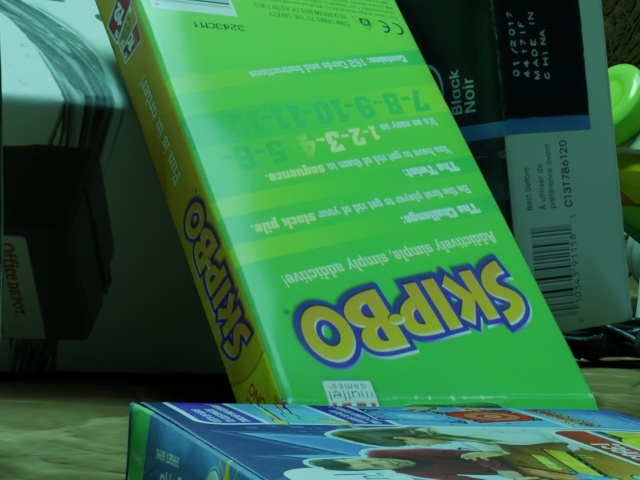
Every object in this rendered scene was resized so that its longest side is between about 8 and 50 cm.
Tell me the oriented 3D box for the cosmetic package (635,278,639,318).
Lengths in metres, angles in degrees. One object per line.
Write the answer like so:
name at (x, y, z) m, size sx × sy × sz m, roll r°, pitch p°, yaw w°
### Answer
cosmetic package at (0.309, 0.040, 0.975) m, size 0.239 × 0.060 × 0.099 m, roll 7°, pitch 1°, yaw 39°

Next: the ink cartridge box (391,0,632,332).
ink cartridge box at (0.013, -0.037, 0.818) m, size 0.065 × 0.165 × 0.332 m, roll -7°, pitch 0°, yaw -29°

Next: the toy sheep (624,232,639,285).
toy sheep at (0.277, 0.008, 1.337) m, size 0.091 × 0.091 × 0.132 m, roll 3°, pitch 21°, yaw -18°

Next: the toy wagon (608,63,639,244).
toy wagon at (0.283, -0.020, 1.155) m, size 0.267 × 0.068 × 0.344 m, roll 36°, pitch -16°, yaw -31°

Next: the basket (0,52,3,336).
basket at (-0.197, -0.010, 0.423) m, size 0.227 × 0.154 × 0.204 m, roll 0°, pitch 2°, yaw -7°

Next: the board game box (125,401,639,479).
board game box at (0.049, 0.065, 0.350) m, size 0.136 × 0.035 × 0.201 m, roll 3°, pitch 3°, yaw -20°

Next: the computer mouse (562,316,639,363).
computer mouse at (0.171, 0.040, 0.776) m, size 0.184 × 0.060 × 0.262 m, roll 4°, pitch 2°, yaw -22°

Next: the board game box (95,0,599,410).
board game box at (0.004, -0.018, 0.628) m, size 0.124 × 0.039 × 0.259 m, roll 3°, pitch 45°, yaw -30°

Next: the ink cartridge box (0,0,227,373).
ink cartridge box at (-0.165, -0.050, 0.733) m, size 0.307 × 0.129 × 0.223 m, roll 3°, pitch 26°, yaw -30°
